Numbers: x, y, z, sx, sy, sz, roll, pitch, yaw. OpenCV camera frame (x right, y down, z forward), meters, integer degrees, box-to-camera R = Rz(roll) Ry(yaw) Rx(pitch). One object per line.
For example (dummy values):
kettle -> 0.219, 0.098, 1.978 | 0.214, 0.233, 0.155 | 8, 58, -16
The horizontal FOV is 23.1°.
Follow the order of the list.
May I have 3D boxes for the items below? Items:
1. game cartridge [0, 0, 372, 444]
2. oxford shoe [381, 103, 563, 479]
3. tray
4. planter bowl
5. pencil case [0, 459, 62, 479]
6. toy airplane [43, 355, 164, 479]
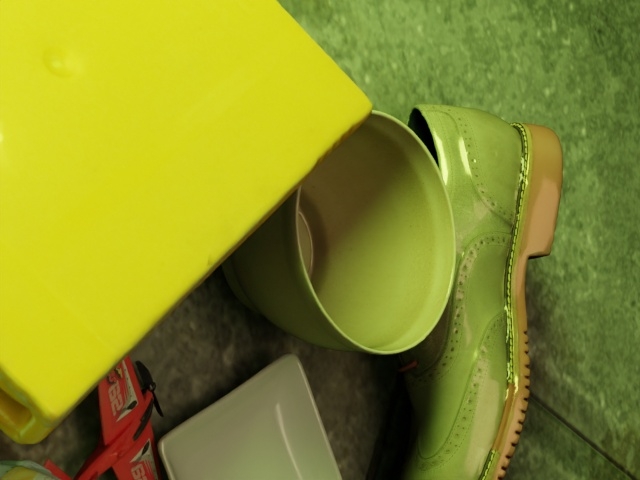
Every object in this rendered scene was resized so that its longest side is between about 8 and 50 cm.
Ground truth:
game cartridge -> -0.154, -0.088, 0.875 | 0.285, 0.052, 0.324 | 46, 47, -2
oxford shoe -> 0.083, 0.065, 1.165 | 0.130, 0.123, 0.348 | 17, 71, -18
tray -> -0.025, 0.225, 1.054 | 0.145, 0.030, 0.270 | -31, 107, -45
planter bowl -> 0.000, 0.000, 1.059 | 0.162, 0.109, 0.162 | 11, 75, -47
pencil case -> -0.216, 0.227, 0.782 | 0.124, 0.113, 0.273 | 55, 47, -6
toy airplane -> -0.129, 0.132, 0.942 | 0.151, 0.028, 0.151 | 0, 90, -72
